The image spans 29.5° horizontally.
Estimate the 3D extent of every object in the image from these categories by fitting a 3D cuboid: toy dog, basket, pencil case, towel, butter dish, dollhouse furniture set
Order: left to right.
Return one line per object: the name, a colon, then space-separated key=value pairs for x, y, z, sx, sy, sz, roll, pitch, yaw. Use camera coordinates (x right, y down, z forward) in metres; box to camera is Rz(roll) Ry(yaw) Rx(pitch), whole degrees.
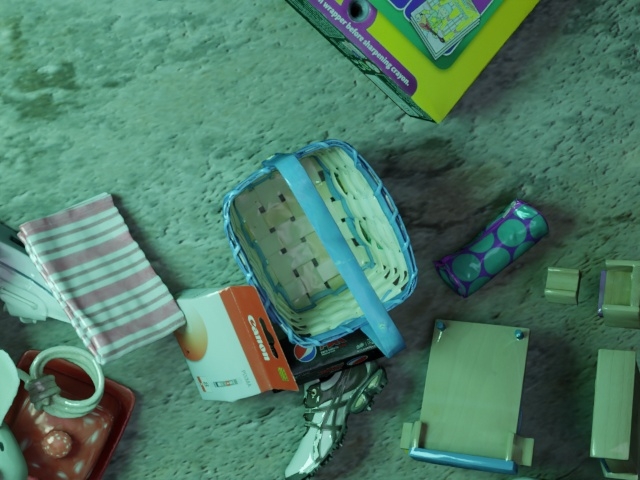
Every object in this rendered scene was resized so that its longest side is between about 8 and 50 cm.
toy dog: x=-0.415 y=0.129 z=1.355 sx=0.220 sy=0.161 sz=0.334 roll=-42 pitch=92 yaw=-2
butter dish: x=-0.323 y=0.238 z=1.499 sx=0.159 sy=0.118 sz=0.160 roll=25 pitch=91 yaw=-14
towel: x=-0.260 y=0.043 z=1.467 sx=0.144 sy=0.029 sz=0.197 roll=-27 pitch=82 yaw=-48
basket: x=0.000 y=0.000 z=1.448 sx=0.201 sy=0.289 sz=0.255 roll=-29 pitch=104 yaw=-2
pencil case: x=0.226 y=0.009 z=1.612 sx=0.151 sy=0.064 sz=0.070 roll=-39 pitch=118 yaw=-5
dollhouse furniture set: x=0.277 y=0.180 z=1.644 sx=0.303 sy=0.198 sz=0.286 roll=3 pitch=72 yaw=18

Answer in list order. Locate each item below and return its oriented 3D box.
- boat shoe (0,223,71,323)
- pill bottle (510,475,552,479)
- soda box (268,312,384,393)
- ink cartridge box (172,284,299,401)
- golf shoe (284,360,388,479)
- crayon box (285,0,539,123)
boat shoe: x=-0.357 y=0.056 z=1.494 sx=0.258 sy=0.095 sz=0.084 roll=34 pitch=100 yaw=-7
pill bottle: x=0.427 y=0.454 z=1.623 sx=0.392 sy=0.224 sz=0.224 roll=12 pitch=94 yaw=-13
soda box: x=0.010 y=0.139 z=1.549 sx=0.168 sy=0.060 sz=0.053 roll=-18 pitch=70 yaw=-5
ink cartridge box: x=-0.115 y=0.130 z=1.500 sx=0.045 sy=0.179 sz=0.145 roll=-28 pitch=102 yaw=-31
golf shoe: x=0.001 y=0.227 z=1.594 sx=0.094 sy=0.077 sz=0.198 roll=37 pitch=82 yaw=-2
crayon box: x=0.104 y=-0.380 z=1.497 sx=0.363 sy=0.106 sz=0.313 roll=40 pitch=86 yaw=-23
